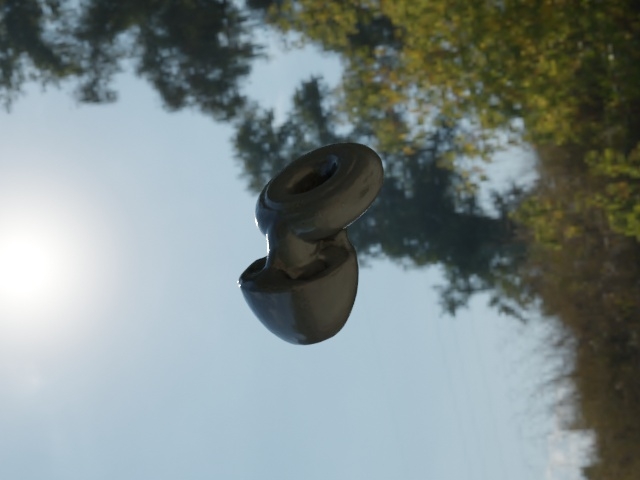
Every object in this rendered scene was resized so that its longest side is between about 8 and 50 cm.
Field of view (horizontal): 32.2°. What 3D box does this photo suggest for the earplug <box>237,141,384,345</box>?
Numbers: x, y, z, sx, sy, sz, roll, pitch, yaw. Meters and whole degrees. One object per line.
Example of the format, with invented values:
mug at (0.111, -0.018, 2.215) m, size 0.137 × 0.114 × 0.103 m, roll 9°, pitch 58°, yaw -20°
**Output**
earplug at (-0.009, -0.004, 1.672) m, size 0.175 × 0.214 × 0.326 m, roll 28°, pitch -108°, yaw -41°
